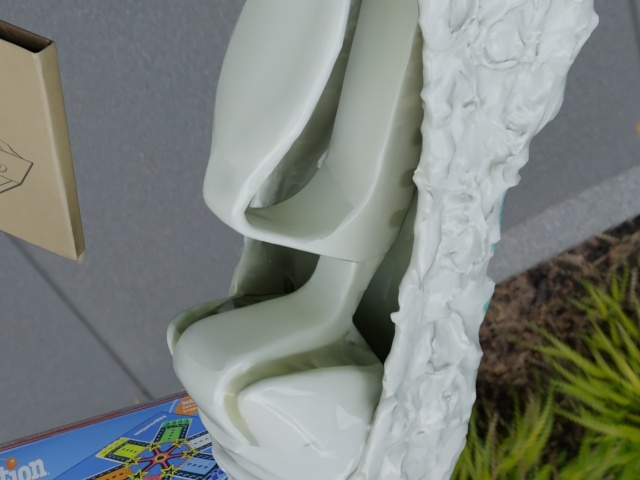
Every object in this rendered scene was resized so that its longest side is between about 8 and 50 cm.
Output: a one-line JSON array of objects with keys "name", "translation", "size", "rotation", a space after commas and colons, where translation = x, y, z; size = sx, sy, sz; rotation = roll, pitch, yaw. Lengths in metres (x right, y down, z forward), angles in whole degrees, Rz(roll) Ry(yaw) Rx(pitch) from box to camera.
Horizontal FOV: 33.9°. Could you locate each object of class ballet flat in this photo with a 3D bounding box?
[{"name": "ballet flat", "translation": [0.000, 0.000, 0.443], "size": [0.147, 0.147, 0.409], "rotation": [1, 118, -22]}]

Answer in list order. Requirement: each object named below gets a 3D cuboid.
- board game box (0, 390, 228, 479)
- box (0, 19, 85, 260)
[{"name": "board game box", "translation": [-0.157, 0.194, 0.700], "size": [0.281, 0.027, 0.145], "rotation": [-10, 92, -43]}, {"name": "box", "translation": [-0.255, -0.087, 0.781], "size": [0.164, 0.021, 0.201], "rotation": [23, 138, 17]}]
